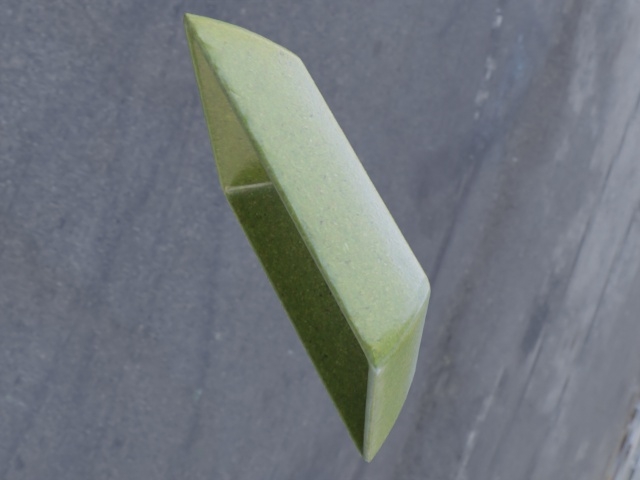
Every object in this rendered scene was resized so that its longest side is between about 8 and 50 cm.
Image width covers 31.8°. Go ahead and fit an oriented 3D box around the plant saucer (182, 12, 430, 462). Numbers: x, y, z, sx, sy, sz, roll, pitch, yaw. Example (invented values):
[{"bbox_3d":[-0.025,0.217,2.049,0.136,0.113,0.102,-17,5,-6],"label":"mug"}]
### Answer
[{"bbox_3d":[0.000,0.000,0.554,0.045,0.188,0.188,-25,159,-10],"label":"plant saucer"}]
